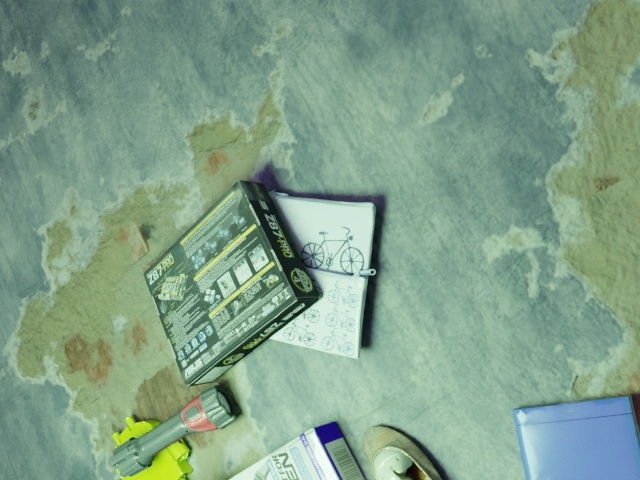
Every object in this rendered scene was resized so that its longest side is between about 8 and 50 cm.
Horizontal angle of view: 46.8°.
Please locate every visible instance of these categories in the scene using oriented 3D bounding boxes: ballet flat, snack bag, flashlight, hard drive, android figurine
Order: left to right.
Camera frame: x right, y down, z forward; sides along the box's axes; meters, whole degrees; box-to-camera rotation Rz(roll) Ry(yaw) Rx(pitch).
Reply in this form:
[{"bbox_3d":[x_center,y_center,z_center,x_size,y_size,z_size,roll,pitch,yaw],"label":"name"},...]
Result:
[{"bbox_3d":[-0.422,0.560,1.830,0.248,0.056,0.273,-49,66,17],"label":"android figurine"},{"bbox_3d":[-0.338,0.449,1.728,0.304,0.103,0.103,-34,103,10],"label":"flashlight"},{"bbox_3d":[-0.025,0.065,1.633,0.323,0.037,0.342,8,91,36],"label":"snack bag"},{"bbox_3d":[0.187,0.486,1.452,0.316,0.106,0.107,39,105,27],"label":"ballet flat"},{"bbox_3d":[0.480,0.450,1.323,0.210,0.040,0.318,-15,78,28],"label":"hard drive"}]

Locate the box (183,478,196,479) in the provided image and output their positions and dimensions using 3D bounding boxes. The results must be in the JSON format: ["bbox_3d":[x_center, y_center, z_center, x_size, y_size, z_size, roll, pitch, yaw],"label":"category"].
[{"bbox_3d":[-0.197,0.646,1.537,0.294,0.057,0.200,12,76,29],"label":"box"}]

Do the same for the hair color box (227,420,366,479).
[{"bbox_3d":[-0.074,0.555,1.599,0.339,0.110,0.185,-38,69,24],"label":"hair color box"}]

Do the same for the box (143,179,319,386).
[{"bbox_3d":[-0.221,0.104,1.697,0.395,0.097,0.318,-41,66,29],"label":"box"}]

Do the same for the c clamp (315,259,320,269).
[{"bbox_3d":[0.000,0.000,1.656,0.137,0.022,0.160,17,96,35],"label":"c clamp"}]
